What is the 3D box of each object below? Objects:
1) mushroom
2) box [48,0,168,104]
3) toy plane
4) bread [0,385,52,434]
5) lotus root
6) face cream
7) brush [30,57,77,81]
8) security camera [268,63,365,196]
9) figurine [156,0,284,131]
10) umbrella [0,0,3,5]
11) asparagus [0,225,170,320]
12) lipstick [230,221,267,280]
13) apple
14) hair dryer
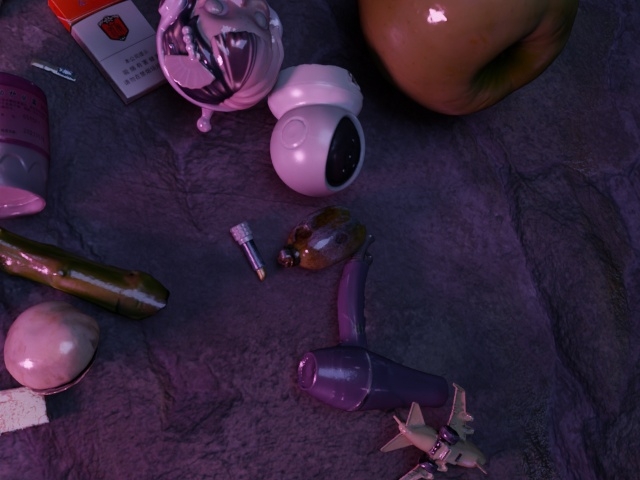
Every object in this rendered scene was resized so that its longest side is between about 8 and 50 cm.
[{"bbox_3d":[-0.420,0.168,1.078,0.154,0.122,0.154,-9,50,11],"label":"mushroom"},{"bbox_3d":[-0.392,-0.391,1.306,0.139,0.035,0.245,-37,90,-27],"label":"box"},{"bbox_3d":[0.231,0.385,1.276,0.244,0.092,0.229,29,97,-25],"label":"toy plane"},{"bbox_3d":[-0.504,0.270,1.057,0.154,0.028,0.068,-10,78,-24],"label":"bread"},{"bbox_3d":[0.000,0.000,1.316,0.192,0.088,0.113,-29,62,-27],"label":"lotus root"},{"bbox_3d":[-0.530,-0.149,1.095,0.175,0.175,0.195,-2,73,-23],"label":"face cream"},{"bbox_3d":[-0.492,-0.317,1.254,0.084,0.013,0.016,20,69,-14],"label":"brush"},{"bbox_3d":[-0.011,-0.201,1.322,0.194,0.194,0.236,7,74,-20],"label":"security camera"},{"bbox_3d":[-0.186,-0.406,1.278,0.253,0.211,0.361,-3,68,-20],"label":"figurine"},{"bbox_3d":[-0.593,-0.456,1.229,0.062,0.067,0.143,9,75,11],"label":"umbrella"},{"bbox_3d":[-0.421,0.053,1.130,0.343,0.085,0.082,20,79,-10],"label":"asparagus"},{"bbox_3d":[-0.129,0.022,1.286,0.037,0.037,0.116,-28,89,-27],"label":"lipstick"},{"bbox_3d":[0.284,-0.500,1.398,0.474,0.473,0.473,7,71,-20],"label":"apple"},{"bbox_3d":[0.106,0.153,1.314,0.301,0.121,0.361,14,64,-27],"label":"hair dryer"}]
